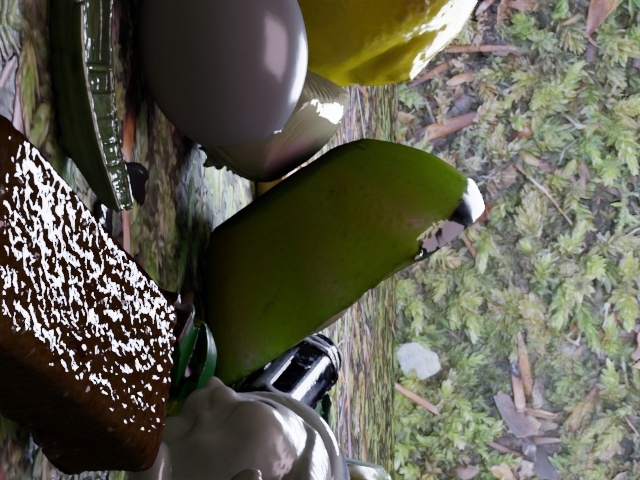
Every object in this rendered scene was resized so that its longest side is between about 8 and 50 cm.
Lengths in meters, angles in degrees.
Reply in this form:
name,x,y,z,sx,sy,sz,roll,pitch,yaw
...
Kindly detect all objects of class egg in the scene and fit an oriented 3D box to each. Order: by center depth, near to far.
name,x,y,z,sx,sy,sz,roll,pitch,yaw
egg,-0.103,-0.215,1.713,0.176,0.176,0.232,-35,120,-78

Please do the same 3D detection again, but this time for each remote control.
name,x,y,z,sx,sy,sz,roll,pitch,yaw
remote control,-0.030,0.167,2.034,0.066,0.090,0.266,-52,177,26

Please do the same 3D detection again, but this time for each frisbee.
name,x,y,z,sx,sy,sz,roll,pitch,yaw
frisbee,-0.197,-0.074,1.635,0.187,0.012,0.211,29,60,-79

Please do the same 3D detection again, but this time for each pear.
name,x,y,z,sx,sy,sz,roll,pitch,yaw
pear,-0.005,-0.001,1.978,0.165,0.399,0.399,55,13,-2

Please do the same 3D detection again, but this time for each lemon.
name,x,y,z,sx,sy,sz,roll,pitch,yaw
lemon,0.039,-0.362,2.104,0.348,0.348,0.348,-1,90,-80

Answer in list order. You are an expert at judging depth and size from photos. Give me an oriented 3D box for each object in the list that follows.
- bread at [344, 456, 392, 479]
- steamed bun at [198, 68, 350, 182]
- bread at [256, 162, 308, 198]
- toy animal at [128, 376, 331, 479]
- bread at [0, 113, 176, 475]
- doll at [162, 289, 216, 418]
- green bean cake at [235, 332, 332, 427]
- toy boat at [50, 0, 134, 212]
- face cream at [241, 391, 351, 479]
name,x,y,z,sx,sy,sz,roll,pitch,yaw
bread,-0.006,0.382,2.037,0.395,0.239,0.264,36,54,-79
steamed bun,-0.072,-0.147,1.959,0.153,0.170,0.238,-57,171,11
bread,-0.049,-0.063,2.319,0.114,0.077,0.189,-73,158,-72
toy animal,-0.084,0.257,1.470,0.289,0.249,0.174,-44,125,-33
bread,-0.216,0.052,1.236,0.416,0.113,0.165,63,27,-66
doll,-0.156,0.124,1.587,0.186,0.106,0.134,60,40,-71
green bean cake,-0.052,0.193,2.186,0.208,0.107,0.193,40,51,-75
toy boat,-0.206,-0.170,1.472,0.093,0.055,0.293,-32,120,-79
face cream,-0.072,0.266,1.769,0.111,0.206,0.206,72,19,-46
